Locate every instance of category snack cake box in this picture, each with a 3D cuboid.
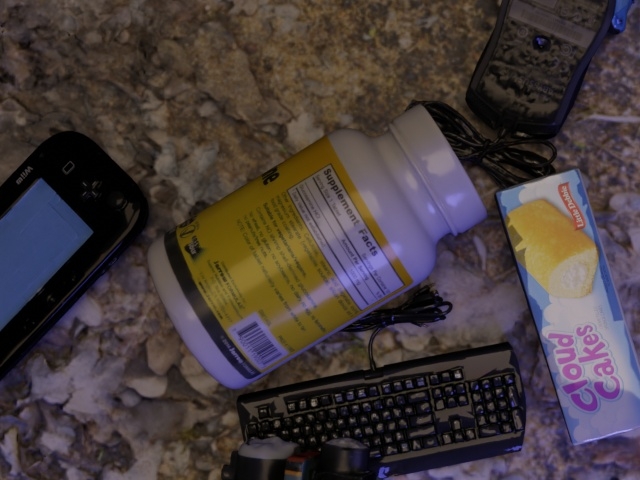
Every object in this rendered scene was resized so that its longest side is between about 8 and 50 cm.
[{"bbox_3d":[0.259,0.063,1.226,0.089,0.152,0.264,-17,89,7],"label":"snack cake box"}]

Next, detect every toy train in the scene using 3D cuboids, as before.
[{"bbox_3d":[-0.029,0.370,1.247,0.190,0.142,0.334,4,88,17],"label":"toy train"}]

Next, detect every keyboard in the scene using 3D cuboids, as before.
[{"bbox_3d":[0.062,0.163,1.318,0.317,0.033,0.201,-12,81,5],"label":"keyboard"}]

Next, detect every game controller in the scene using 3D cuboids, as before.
[{"bbox_3d":[-0.347,0.024,1.369,0.166,0.067,0.319,43,89,10],"label":"game controller"}]

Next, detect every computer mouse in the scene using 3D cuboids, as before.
[{"bbox_3d":[0.228,-0.198,1.316,0.188,0.072,0.272,29,105,7],"label":"computer mouse"}]

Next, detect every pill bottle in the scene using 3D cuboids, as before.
[{"bbox_3d":[0.000,0.000,1.261,0.334,0.188,0.188,-31,80,4],"label":"pill bottle"}]

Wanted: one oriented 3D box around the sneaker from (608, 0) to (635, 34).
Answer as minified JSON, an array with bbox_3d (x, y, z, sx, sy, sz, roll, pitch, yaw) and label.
[{"bbox_3d":[0.361,-0.305,1.321,0.073,0.063,0.162,21,86,6],"label":"sneaker"}]
